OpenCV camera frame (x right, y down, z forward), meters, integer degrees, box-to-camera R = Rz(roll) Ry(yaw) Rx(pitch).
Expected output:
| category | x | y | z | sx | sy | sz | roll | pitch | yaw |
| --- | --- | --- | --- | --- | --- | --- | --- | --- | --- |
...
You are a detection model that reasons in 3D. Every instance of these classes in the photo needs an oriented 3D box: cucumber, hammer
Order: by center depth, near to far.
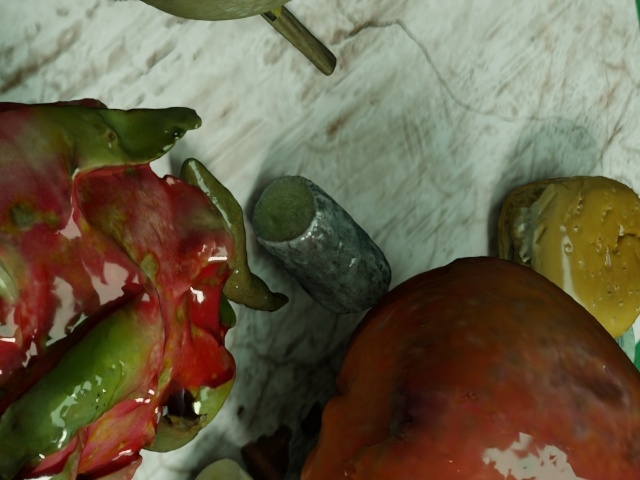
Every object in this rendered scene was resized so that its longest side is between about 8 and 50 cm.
| category | x | y | z | sx | sy | sz | roll | pitch | yaw |
| --- | --- | --- | --- | --- | --- | --- | --- | --- | --- |
| hammer | -0.037 | -0.157 | 1.219 | 0.182 | 0.017 | 0.062 | 37 | 73 | -51 |
| cucumber | 0.001 | 0.001 | 1.281 | 0.112 | 0.064 | 0.064 | 49 | 64 | -43 |

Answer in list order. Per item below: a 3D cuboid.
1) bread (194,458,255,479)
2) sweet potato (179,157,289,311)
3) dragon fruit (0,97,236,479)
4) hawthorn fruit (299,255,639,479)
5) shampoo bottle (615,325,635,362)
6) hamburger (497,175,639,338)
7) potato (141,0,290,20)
| category | x | y | z | sx | sy | sz | roll | pitch | yaw |
| --- | --- | --- | --- | --- | --- | --- | --- | --- | --- |
| bread | -0.054 | 0.249 | 1.296 | 0.139 | 0.060 | 0.178 | -59 | 139 | -19 |
| sweet potato | -0.061 | 0.005 | 1.227 | 0.041 | 0.038 | 0.153 | -36 | 133 | -9 |
| dragon fruit | -0.168 | 0.042 | 0.959 | 0.302 | 0.231 | 0.237 | 21 | 73 | -62 |
| hawthorn fruit | 0.136 | 0.172 | 1.296 | 0.276 | 0.307 | 0.276 | -58 | 179 | -2 |
| shampoo bottle | 0.197 | 0.093 | 1.564 | 0.190 | 0.041 | 0.069 | -2 | 96 | -50 |
| hamburger | 0.206 | 0.017 | 1.509 | 0.147 | 0.083 | 0.138 | -6 | 94 | -46 |
| potato | -0.055 | -0.218 | 1.065 | 0.235 | 0.160 | 0.178 | -24 | 149 | -53 |
